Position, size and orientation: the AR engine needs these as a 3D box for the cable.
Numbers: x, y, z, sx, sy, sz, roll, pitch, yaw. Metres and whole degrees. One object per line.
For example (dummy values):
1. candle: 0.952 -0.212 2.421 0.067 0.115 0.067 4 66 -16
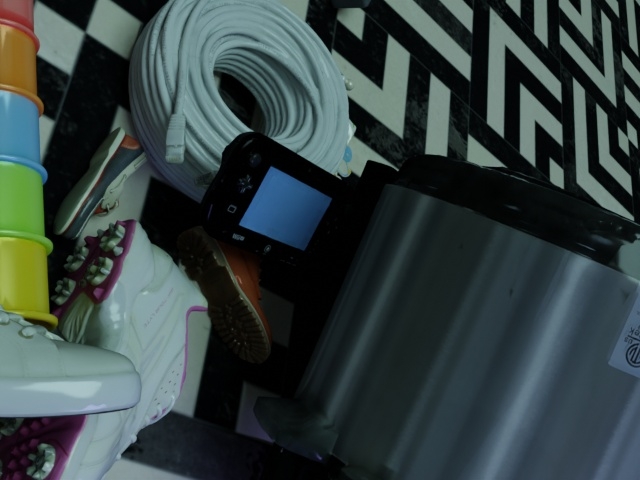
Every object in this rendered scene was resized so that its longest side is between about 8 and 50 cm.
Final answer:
1. cable: -0.082 -0.152 0.856 0.257 0.089 0.257 6 67 -40

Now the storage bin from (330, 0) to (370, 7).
1. storage bin: 0.043 -0.395 1.113 0.091 0.098 0.135 75 30 -42

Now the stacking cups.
1. stacking cups: -0.267 -0.083 0.636 0.096 0.096 0.316 8 70 -46

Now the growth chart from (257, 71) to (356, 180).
1. growth chart: -0.013 -0.146 1.001 0.172 0.021 0.237 29 58 -38

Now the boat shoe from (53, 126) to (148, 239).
1. boat shoe: -0.203 -0.049 0.734 0.043 0.049 0.137 47 41 -29

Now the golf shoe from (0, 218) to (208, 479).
1. golf shoe: -0.173 0.132 0.652 0.140 0.115 0.306 41 49 -37

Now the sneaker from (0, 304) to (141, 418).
1. sneaker: -0.253 0.042 0.500 0.290 0.106 0.123 12 81 -11

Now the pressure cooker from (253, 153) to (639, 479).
1. pressure cooker: 0.157 0.164 0.760 0.420 0.370 0.375 -68 161 2

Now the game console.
1. game console: 0.000 0.000 0.833 0.361 0.044 0.213 24 87 -54

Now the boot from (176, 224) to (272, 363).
1. boot: -0.081 0.048 0.828 0.084 0.059 0.158 -31 99 -54
